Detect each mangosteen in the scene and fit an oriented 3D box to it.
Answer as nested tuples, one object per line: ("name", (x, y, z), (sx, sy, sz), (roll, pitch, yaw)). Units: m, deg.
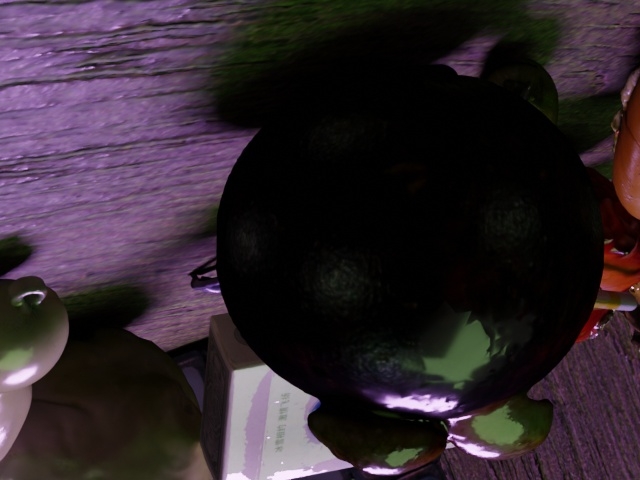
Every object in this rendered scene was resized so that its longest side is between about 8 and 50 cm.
("mangosteen", (0.063, 0.020, 1.249), (0.288, 0.288, 0.288), (-23, 169, -5))

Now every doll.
("doll", (-0.280, 0.102, 1.422), (0.141, 0.117, 0.296), (2, 142, -34))

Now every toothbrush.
("toothbrush", (0.204, 0.050, 1.698), (0.288, 0.021, 0.024), (5, 142, -40))

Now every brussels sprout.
("brussels sprout", (-0.235, 0.204, 1.689), (0.274, 0.242, 0.316), (-5, 164, 2))

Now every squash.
("squash", (0.149, -0.088, 1.464), (0.080, 0.071, 0.318), (-45, 176, -11))

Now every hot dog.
("hot dog", (0.308, -0.113, 1.562), (0.135, 0.100, 0.337), (-51, 167, -14))

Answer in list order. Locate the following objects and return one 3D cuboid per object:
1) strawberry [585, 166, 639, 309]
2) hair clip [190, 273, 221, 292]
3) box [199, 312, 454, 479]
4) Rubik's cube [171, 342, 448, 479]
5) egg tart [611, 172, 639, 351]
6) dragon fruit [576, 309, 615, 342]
("strawberry", (0.179, -0.007, 1.776), (0.265, 0.149, 0.336), (-22, 160, 19))
("hair clip", (0.004, 0.014, 1.608), (0.278, 0.090, 0.137), (-31, 171, 37))
("box", (0.027, 0.126, 1.597), (0.256, 0.069, 0.164), (-9, 134, -18))
("Rubik's cube", (-0.065, 0.297, 2.158), (0.363, 0.358, 0.362), (-23, 168, -17))
("egg tart", (0.378, -0.022, 1.885), (0.107, 0.290, 0.291), (25, 142, -28))
("dragon fruit", (0.225, 0.062, 2.087), (0.269, 0.198, 0.200), (-22, -167, 39))
